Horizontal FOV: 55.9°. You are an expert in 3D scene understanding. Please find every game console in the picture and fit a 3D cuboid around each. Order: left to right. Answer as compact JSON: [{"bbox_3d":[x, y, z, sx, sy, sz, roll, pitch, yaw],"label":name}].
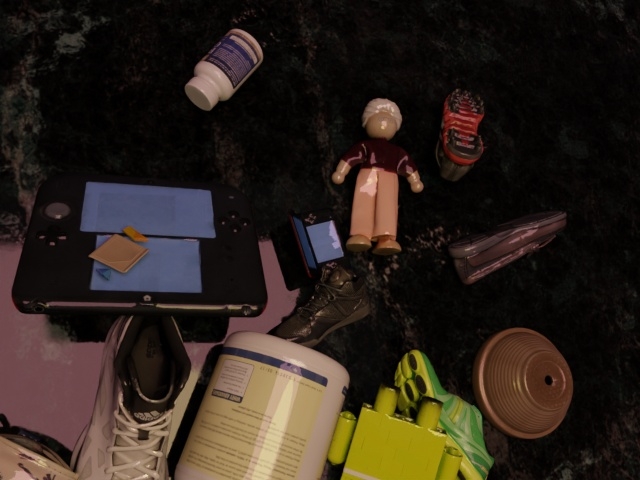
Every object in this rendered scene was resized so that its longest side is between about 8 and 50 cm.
[{"bbox_3d":[-0.299,0.000,1.049,0.386,0.060,0.342,3,36,-17],"label":"game console"},{"bbox_3d":[0.000,0.000,1.231,0.124,0.085,0.144,-14,81,-21],"label":"game console"}]

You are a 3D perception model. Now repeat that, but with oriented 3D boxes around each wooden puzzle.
[{"bbox_3d":[-0.323,0.021,0.971,0.078,0.014,0.116,26,39,16],"label":"wooden puzzle"}]

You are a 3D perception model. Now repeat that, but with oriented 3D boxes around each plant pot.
[{"bbox_3d":[0.451,0.300,1.284,0.237,0.110,0.238,5,74,-16],"label":"plant pot"}]

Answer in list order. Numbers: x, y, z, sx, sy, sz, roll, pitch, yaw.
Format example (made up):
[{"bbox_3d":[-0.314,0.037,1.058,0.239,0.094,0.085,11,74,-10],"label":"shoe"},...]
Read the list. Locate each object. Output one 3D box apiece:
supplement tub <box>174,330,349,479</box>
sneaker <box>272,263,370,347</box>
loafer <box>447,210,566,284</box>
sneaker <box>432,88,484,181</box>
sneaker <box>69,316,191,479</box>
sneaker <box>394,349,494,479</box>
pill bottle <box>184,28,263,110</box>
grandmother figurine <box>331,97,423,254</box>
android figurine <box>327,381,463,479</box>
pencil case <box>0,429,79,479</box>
[{"bbox_3d":[-0.103,0.342,1.022,0.235,0.235,0.325,24,69,-11],"label":"supplement tub"},{"bbox_3d":[-0.002,0.122,1.165,0.227,0.087,0.130,-24,126,-26],"label":"sneaker"},{"bbox_3d":[0.430,0.012,1.373,0.302,0.109,0.095,-18,101,-16],"label":"loafer"},{"bbox_3d":[0.316,-0.241,1.398,0.097,0.135,0.276,16,47,-1],"label":"sneaker"},{"bbox_3d":[-0.308,0.311,0.950,0.169,0.257,0.448,7,74,-16],"label":"sneaker"},{"bbox_3d":[0.248,0.355,1.218,0.123,0.109,0.296,-23,84,-41],"label":"sneaker"},{"bbox_3d":[-0.203,-0.352,1.256,0.094,0.094,0.169,38,67,-5],"label":"pill bottle"},{"bbox_3d":[0.131,-0.145,1.309,0.207,0.104,0.343,10,75,-26],"label":"grandmother figurine"},{"bbox_3d":[0.134,0.415,1.134,0.248,0.056,0.273,15,91,7],"label":"android figurine"},{"bbox_3d":[-0.554,0.474,0.878,0.183,0.160,0.410,30,67,9],"label":"pencil case"}]
